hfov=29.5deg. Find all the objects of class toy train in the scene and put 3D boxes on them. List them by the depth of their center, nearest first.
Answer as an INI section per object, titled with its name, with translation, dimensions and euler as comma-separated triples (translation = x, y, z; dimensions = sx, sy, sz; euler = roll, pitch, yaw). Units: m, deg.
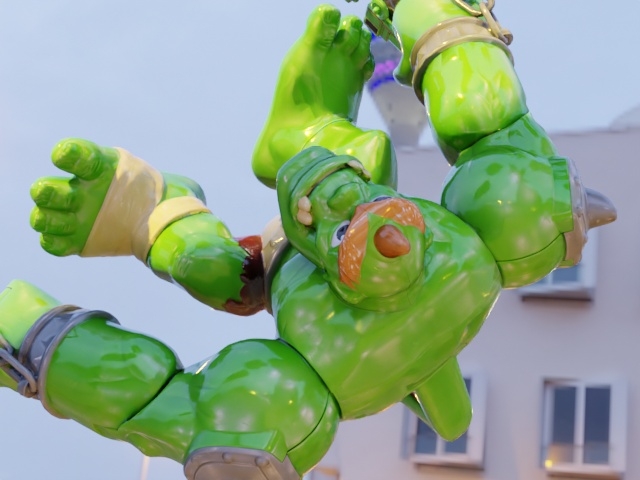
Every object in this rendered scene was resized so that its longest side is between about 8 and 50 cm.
[toy train]
translation = 0.028, -0.084, 0.457
dimensions = 0.083, 0.017, 0.023
euler = 48, -21, 12

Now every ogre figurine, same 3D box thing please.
[ogre figurine]
translation = 0.000, 0.000, 0.362
dimensions = 0.197, 0.118, 0.096
euler = -24, -44, -30
